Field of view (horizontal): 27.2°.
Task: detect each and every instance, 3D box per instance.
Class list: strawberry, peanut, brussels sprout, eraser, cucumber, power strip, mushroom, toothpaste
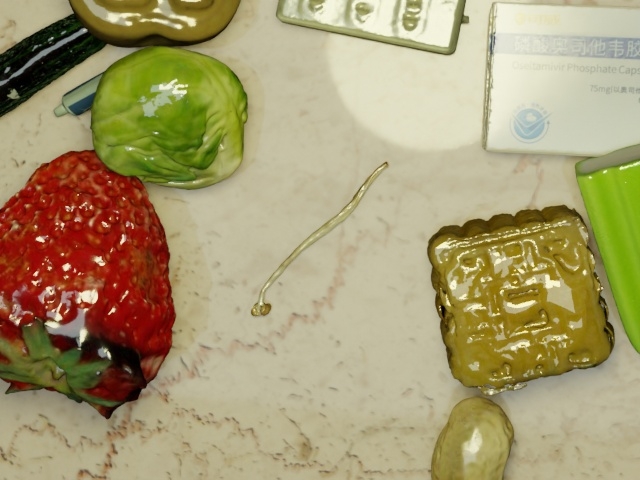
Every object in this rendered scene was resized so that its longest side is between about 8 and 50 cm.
[{"bbox_3d":[-0.331,0.066,1.781,0.291,0.310,0.292,7,132,8],"label":"strawberry"},{"bbox_3d":[0.212,0.349,1.807,0.125,0.111,0.275,3,97,1],"label":"peanut"},{"bbox_3d":[-0.197,-0.167,1.748,0.223,0.223,0.161,-25,56,8],"label":"brussels sprout"},{"bbox_3d":[0.467,0.004,1.720,0.210,0.092,0.274,-15,108,13],"label":"eraser"},{"bbox_3d":[-0.386,-0.249,1.825,0.241,0.074,0.074,-32,92,6],"label":"cucumber"},{"bbox_3d":[0.074,-0.320,1.768,0.256,0.070,0.105,12,98,4],"label":"power strip"},{"bbox_3d":[-0.005,-0.004,1.838,0.028,0.026,0.286,38,97,-15],"label":"mushroom"},{"bbox_3d":[-0.289,-0.216,1.818,0.197,0.057,0.035,-25,81,22],"label":"toothpaste"}]

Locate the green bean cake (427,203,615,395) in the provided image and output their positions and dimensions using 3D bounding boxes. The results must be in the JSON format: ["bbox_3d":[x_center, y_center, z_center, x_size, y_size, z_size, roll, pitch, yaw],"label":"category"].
[{"bbox_3d":[0.265,0.077,1.761,0.229,0.131,0.224,-12,96,8],"label":"green bean cake"}]

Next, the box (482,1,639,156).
[{"bbox_3d":[0.391,-0.208,1.748,0.343,0.065,0.200,3,98,6],"label":"box"}]

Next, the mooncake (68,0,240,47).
[{"bbox_3d":[-0.218,-0.369,1.749,0.234,0.117,0.235,0,90,-8],"label":"mooncake"}]
